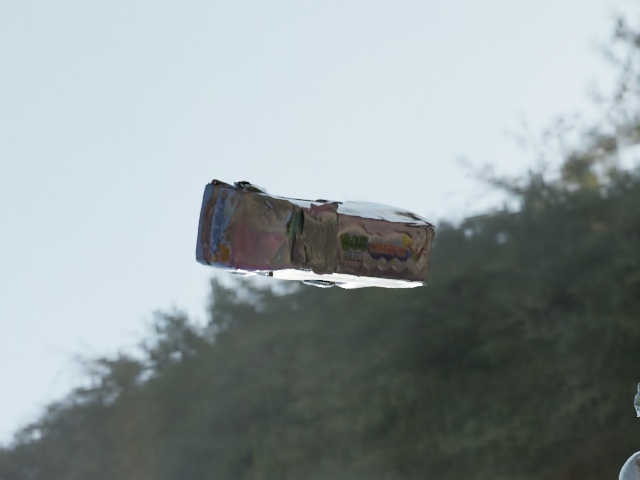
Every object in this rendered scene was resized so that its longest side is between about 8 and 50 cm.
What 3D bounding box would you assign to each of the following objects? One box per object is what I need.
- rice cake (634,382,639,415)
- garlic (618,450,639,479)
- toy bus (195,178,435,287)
[{"bbox_3d":[0.490,0.175,2.023,0.038,0.211,0.124,58,-138,-41],"label":"rice cake"},{"bbox_3d":[0.584,0.400,2.620,0.253,0.245,0.245,-46,-60,-72],"label":"garlic"},{"bbox_3d":[0.000,0.000,1.881,0.317,0.138,0.112,5,-87,-55],"label":"toy bus"}]
